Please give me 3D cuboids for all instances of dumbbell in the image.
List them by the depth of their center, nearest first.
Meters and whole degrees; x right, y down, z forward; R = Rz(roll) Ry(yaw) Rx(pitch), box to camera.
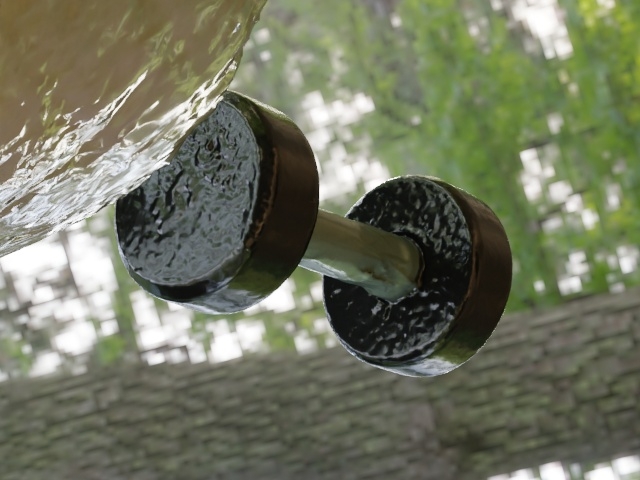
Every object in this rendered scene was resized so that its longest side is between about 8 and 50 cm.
[{"bbox_3d":[0.000,0.000,0.892,0.191,0.100,0.100,22,-125,-48],"label":"dumbbell"}]

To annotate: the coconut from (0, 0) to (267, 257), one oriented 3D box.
[{"bbox_3d":[-0.174,-0.111,0.494,0.329,0.329,0.329,45,-144,-47],"label":"coconut"}]
